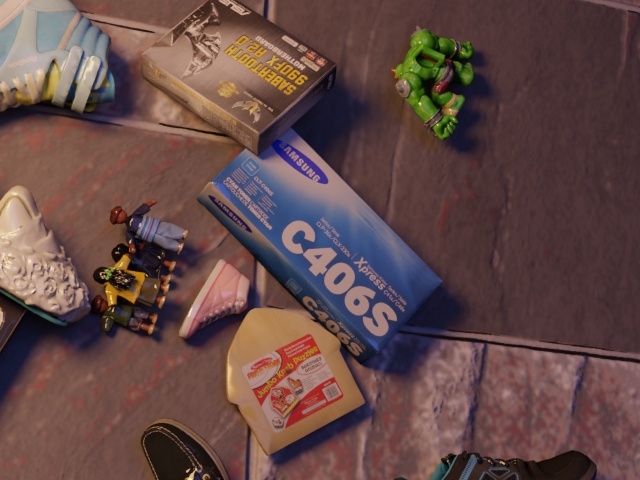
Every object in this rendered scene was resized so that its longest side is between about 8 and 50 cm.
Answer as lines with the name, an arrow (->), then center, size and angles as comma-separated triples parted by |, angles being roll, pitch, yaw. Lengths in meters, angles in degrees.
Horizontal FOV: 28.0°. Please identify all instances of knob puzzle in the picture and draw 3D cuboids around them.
knob puzzle -> -0.054, 0.186, 1.834 | 0.213, 0.030, 0.213 | 7, 70, -19

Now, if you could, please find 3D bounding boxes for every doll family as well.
doll family -> -0.261, 0.035, 1.787 | 0.111, 0.076, 0.193 | 21, 60, -9

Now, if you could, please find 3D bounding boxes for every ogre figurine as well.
ogre figurine -> 0.182, -0.265, 2.053 | 0.118, 0.097, 0.197 | 33, 74, -21

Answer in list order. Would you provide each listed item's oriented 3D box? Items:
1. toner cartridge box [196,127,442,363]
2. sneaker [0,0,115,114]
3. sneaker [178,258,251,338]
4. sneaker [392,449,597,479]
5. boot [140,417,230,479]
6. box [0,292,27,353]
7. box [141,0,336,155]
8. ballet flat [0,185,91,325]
toner cartridge box -> 0.000, 0.000, 1.896 | 0.348, 0.075, 0.165 | 45, 60, -1
sneaker -> -0.409, -0.215, 1.785 | 0.208, 0.127, 0.319 | 36, 63, -5
sneaker -> -0.144, 0.094, 1.819 | 0.070, 0.051, 0.134 | 32, 59, -3
sneaker -> 0.249, 0.353, 1.842 | 0.341, 0.125, 0.139 | -16, 73, -28
boot -> -0.180, 0.354, 1.648 | 0.236, 0.085, 0.178 | 57, 25, 1
box -> -0.573, 0.137, 1.624 | 0.293, 0.073, 0.295 | 31, 63, -9
box -> -0.121, -0.252, 1.906 | 0.231, 0.056, 0.183 | 35, 60, 18
ballet flat -> -0.461, -0.038, 1.676 | 0.409, 0.147, 0.147 | 32, 63, -8
